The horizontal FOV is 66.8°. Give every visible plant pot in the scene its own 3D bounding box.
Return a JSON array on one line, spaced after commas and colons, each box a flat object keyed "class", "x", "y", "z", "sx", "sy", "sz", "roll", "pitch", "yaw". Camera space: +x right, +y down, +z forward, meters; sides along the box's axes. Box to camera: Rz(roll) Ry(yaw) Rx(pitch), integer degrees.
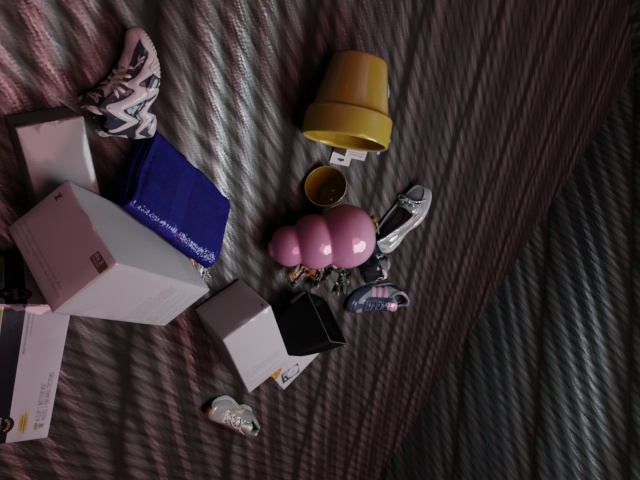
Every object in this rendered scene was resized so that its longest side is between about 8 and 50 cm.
[{"class": "plant pot", "x": 0.024, "y": -0.162, "z": 1.571, "sx": 0.134, "sy": 0.134, "sz": 0.095, "roll": -53, "pitch": 165, "yaw": -4}, {"class": "plant pot", "x": -0.044, "y": 0.306, "z": 1.682, "sx": 0.167, "sy": 0.188, "sz": 0.187, "roll": -29, "pitch": 158, "yaw": 11}, {"class": "plant pot", "x": 0.091, "y": -0.398, "z": 1.393, "sx": 0.254, "sy": 0.254, "sz": 0.238, "roll": 9, "pitch": 92, "yaw": -48}]

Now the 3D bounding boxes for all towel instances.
[{"class": "towel", "x": -0.351, "y": -0.091, "z": 1.194, "sx": 0.308, "sy": 0.077, "sz": 0.227, "roll": 48, "pitch": 41, "yaw": -48}]

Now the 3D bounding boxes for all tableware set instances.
[{"class": "tableware set", "x": 0.163, "y": -0.066, "z": 1.830, "sx": 0.154, "sy": 0.024, "sz": 0.103, "roll": -9, "pitch": 91, "yaw": -46}]

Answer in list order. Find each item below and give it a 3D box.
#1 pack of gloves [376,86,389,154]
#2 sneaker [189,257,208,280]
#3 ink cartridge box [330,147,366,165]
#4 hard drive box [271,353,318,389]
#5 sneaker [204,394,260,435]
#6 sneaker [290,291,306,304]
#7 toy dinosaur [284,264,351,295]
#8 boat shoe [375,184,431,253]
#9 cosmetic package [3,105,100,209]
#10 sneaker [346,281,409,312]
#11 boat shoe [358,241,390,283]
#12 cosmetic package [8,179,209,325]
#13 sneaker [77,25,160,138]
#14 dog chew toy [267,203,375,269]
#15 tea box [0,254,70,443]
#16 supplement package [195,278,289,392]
[{"class": "pack of gloves", "x": 0.211, "y": -0.391, "z": 1.558, "sx": 0.195, "sy": 0.046, "sz": 0.231, "roll": -62, "pitch": 160, "yaw": -71}, {"class": "sneaker", "x": -0.343, "y": 0.063, "z": 1.368, "sx": 0.083, "sy": 0.084, "sz": 0.214, "roll": -22, "pitch": 129, "yaw": -41}, {"class": "ink cartridge box", "x": 0.110, "y": -0.324, "z": 1.584, "sx": 0.104, "sy": 0.062, "sz": 0.181, "roll": 1, "pitch": 114, "yaw": -47}, {"class": "hard drive box", "x": -0.114, "y": 0.420, "z": 1.837, "sx": 0.232, "sy": 0.089, "sz": 0.181, "roll": -44, "pitch": 140, "yaw": -15}, {"class": "sneaker", "x": -0.306, "y": 0.645, "z": 1.765, "sx": 0.099, "sy": 0.121, "sz": 0.262, "roll": -55, "pitch": 141, "yaw": -4}, {"class": "sneaker", "x": -0.053, "y": 0.240, "z": 1.806, "sx": 0.070, "sy": 0.051, "sz": 0.134, "roll": -44, "pitch": 135, "yaw": -8}, {"class": "toy dinosaur", "x": 0.017, "y": 0.069, "z": 1.697, "sx": 0.322, "sy": 0.164, "sz": 0.218, "roll": -29, "pitch": 119, "yaw": -15}, {"class": "boat shoe", "x": 0.317, "y": -0.094, "z": 1.916, "sx": 0.320, "sy": 0.118, "sz": 0.103, "roll": -49, "pitch": 145, "yaw": 2}, {"class": "cosmetic package", "x": -0.544, "y": -0.145, "z": 1.005, "sx": 0.127, "sy": 0.107, "sz": 0.237, "roll": -21, "pitch": 126, "yaw": -37}, {"class": "sneaker", "x": 0.253, "y": 0.257, "z": 2.070, "sx": 0.319, "sy": 0.131, "sz": 0.112, "roll": -12, "pitch": 124, "yaw": -41}, {"class": "boat shoe", "x": 0.187, "y": 0.045, "z": 1.810, "sx": 0.127, "sy": 0.340, "sz": 0.157, "roll": -14, "pitch": 97, "yaw": 5}, {"class": "cosmetic package", "x": -0.429, "y": 0.049, "z": 1.052, "sx": 0.156, "sy": 0.217, "sz": 0.385, "roll": -39, "pitch": 160, "yaw": 3}, {"class": "sneaker", "x": -0.427, "y": -0.320, "z": 1.010, "sx": 0.153, "sy": 0.094, "sz": 0.234, "roll": -24, "pitch": 141, "yaw": -45}, {"class": "dog chew toy", "x": 0.000, "y": 0.000, "z": 1.539, "sx": 0.333, "sy": 0.206, "sz": 0.206, "roll": -9, "pitch": 127, "yaw": -8}, {"class": "tea box", "x": -0.700, "y": 0.213, "z": 0.953, "sx": 0.324, "sy": 0.220, "sz": 0.328, "roll": 6, "pitch": 111, "yaw": -37}, {"class": "supplement package", "x": -0.243, "y": 0.305, "z": 1.556, "sx": 0.178, "sy": 0.175, "sz": 0.292, "roll": -34, "pitch": 136, "yaw": -24}]
